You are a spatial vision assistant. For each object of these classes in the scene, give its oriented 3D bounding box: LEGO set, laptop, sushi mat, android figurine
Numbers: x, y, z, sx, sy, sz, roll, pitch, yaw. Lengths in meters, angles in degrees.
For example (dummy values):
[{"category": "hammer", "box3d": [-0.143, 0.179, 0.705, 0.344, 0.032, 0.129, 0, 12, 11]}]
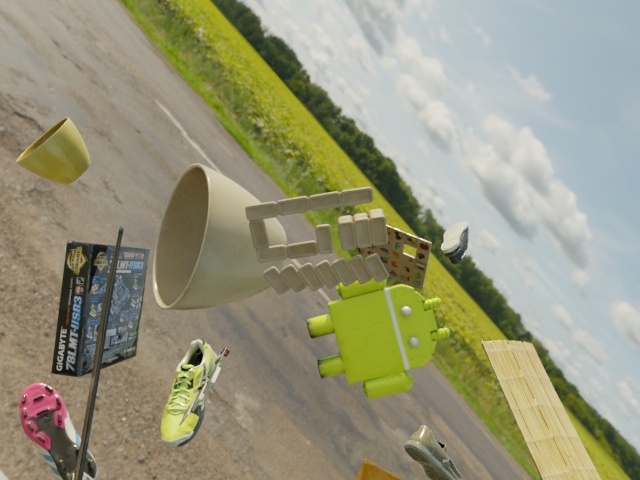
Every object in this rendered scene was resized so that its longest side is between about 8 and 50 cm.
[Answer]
[{"category": "LEGO set", "box3d": [-0.314, 0.414, 1.593, 0.060, 0.182, 0.244, 34, 17, -8]}, {"category": "laptop", "box3d": [-0.191, 0.250, 0.698, 0.408, 0.236, 0.382, 42, -27, -6]}, {"category": "sushi mat", "box3d": [0.440, 0.341, 1.116, 0.151, 0.019, 0.317, 7, 45, -23]}, {"category": "android figurine", "box3d": [0.117, 0.185, 1.098, 0.056, 0.272, 0.248, 16, 61, -85]}]

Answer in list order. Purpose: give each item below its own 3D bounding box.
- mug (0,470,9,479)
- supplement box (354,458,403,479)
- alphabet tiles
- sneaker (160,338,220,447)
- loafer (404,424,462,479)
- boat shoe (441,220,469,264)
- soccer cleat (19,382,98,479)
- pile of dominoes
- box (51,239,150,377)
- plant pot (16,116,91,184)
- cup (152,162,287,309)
[{"category": "mug", "box3d": [-0.711, 0.387, 0.818, 0.276, 0.374, 0.328, -87, 167, -53]}, {"category": "supplement box", "box3d": [0.141, 0.772, 1.604, 0.129, 0.191, 0.194, 24, -27, 15]}, {"category": "alphabet tiles", "box3d": [0.208, 0.035, 1.636, 0.237, 0.009, 0.198, 24, -41, 23]}, {"category": "sneaker", "box3d": [-0.459, 0.506, 1.851, 0.385, 0.145, 0.147, -81, 162, -48]}, {"category": "loafer", "box3d": [0.318, 0.583, 1.471, 0.094, 0.087, 0.251, -1, -43, 44]}, {"category": "boat shoe", "box3d": [0.254, 0.002, 1.014, 0.038, 0.046, 0.125, 59, 29, -13]}, {"category": "soccer cleat", "box3d": [-0.719, 0.546, 1.491, 0.116, 0.143, 0.331, -25, 66, -38]}, {"category": "pile of dominoes", "box3d": [0.000, 0.000, 1.039, 0.040, 0.251, 0.196, -95, 176, -65]}, {"category": "box", "box3d": [-0.517, 0.153, 1.320, 0.295, 0.073, 0.293, 23, 71, -84]}, {"category": "plant pot", "box3d": [-0.528, -0.170, 1.115, 0.095, 0.134, 0.134, 51, 6, -30]}, {"category": "cup", "box3d": [-0.221, 0.015, 1.277, 0.237, 0.331, 0.331, 15, 27, -32]}]
